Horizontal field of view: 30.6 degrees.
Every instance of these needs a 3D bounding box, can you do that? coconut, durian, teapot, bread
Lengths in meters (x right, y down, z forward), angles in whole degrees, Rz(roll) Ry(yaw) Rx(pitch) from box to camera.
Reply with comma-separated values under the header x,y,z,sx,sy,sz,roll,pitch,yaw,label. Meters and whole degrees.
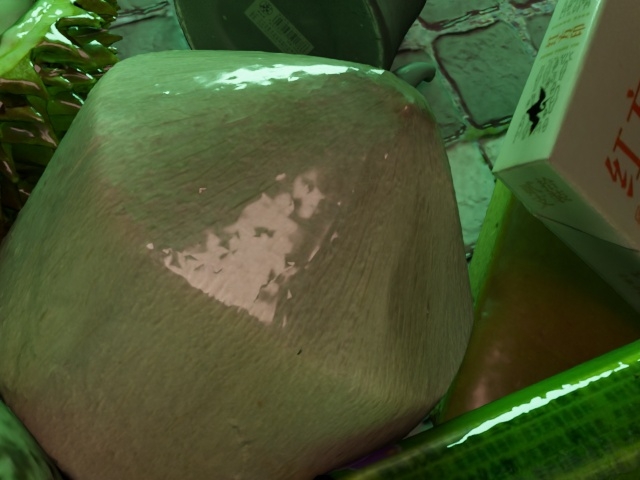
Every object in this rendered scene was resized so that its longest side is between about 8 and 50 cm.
x,y,z,sx,sy,sz,roll,pitch,yaw,label
-0.039,0.017,0.614,0.237,0.266,0.237,29,26,-15,coconut
-0.257,-0.064,0.657,0.394,0.163,0.198,-33,75,-27,durian
0.002,-0.189,0.793,0.239,0.162,0.149,56,51,-19,teapot
0.152,0.075,0.763,0.138,0.077,0.361,25,63,-6,bread

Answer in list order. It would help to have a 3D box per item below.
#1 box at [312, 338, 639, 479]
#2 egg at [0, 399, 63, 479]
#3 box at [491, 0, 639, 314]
x,y,z,sx,sy,sz,roll,pitch,yaw,label
0.160,0.115,0.610,0.345,0.134,0.097,-19,59,-20,box
-0.277,0.151,0.487,0.379,0.288,0.288,24,63,4,egg
0.271,-0.017,0.773,0.365,0.051,0.205,39,60,-25,box
